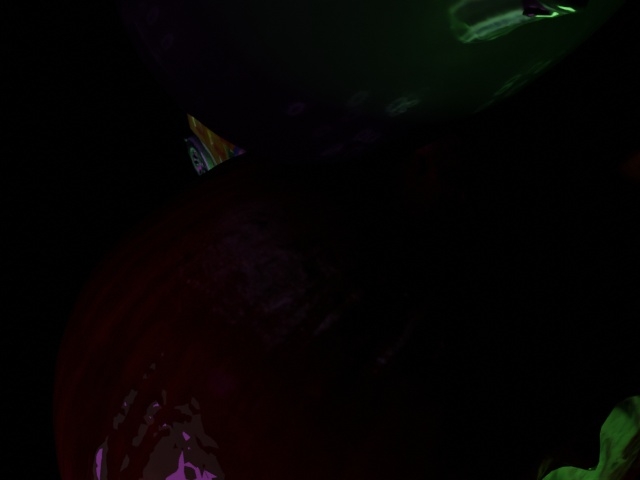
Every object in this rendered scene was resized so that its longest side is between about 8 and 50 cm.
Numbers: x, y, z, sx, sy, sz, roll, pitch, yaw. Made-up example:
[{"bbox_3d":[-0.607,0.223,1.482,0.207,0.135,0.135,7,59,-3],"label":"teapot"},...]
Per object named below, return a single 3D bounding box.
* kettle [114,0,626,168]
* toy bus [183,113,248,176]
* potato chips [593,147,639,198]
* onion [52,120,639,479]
[{"bbox_3d":[0.042,-0.184,0.472,0.290,0.207,0.268,154,117,-71],"label":"kettle"},{"bbox_3d":[0.000,0.000,1.030,0.167,0.139,0.275,43,153,52],"label":"toy bus"},{"bbox_3d":[0.164,-0.055,0.553,0.204,0.026,0.037,107,139,-71],"label":"potato chips"},{"bbox_3d":[0.017,0.092,0.685,0.341,0.341,0.341,58,165,25],"label":"onion"}]
